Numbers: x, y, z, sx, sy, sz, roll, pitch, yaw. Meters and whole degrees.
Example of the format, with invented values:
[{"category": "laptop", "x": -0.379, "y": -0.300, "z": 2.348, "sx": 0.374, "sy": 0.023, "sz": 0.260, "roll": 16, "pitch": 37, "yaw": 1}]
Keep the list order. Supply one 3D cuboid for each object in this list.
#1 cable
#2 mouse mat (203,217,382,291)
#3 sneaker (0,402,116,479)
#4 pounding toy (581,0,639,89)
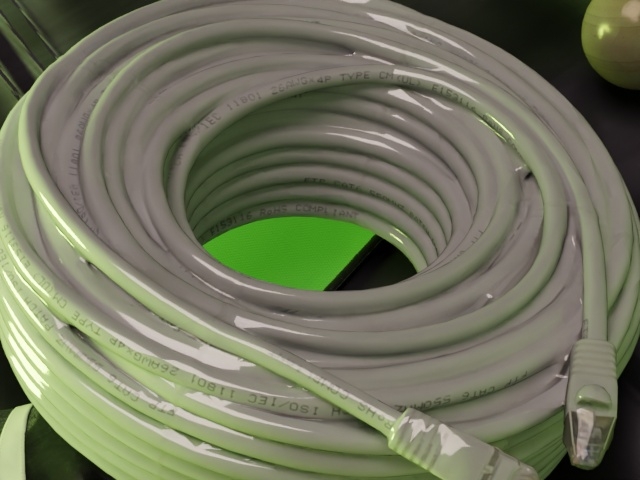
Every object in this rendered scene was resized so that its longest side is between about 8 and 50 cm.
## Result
[{"category": "cable", "x": 0.000, "y": 0.000, "z": 0.607, "sx": 0.257, "sy": 0.089, "sz": 0.257, "roll": 18, "pitch": 43, "yaw": 10}, {"category": "mouse mat", "x": -0.072, "y": -0.001, "z": 0.734, "sx": 0.189, "sy": 0.007, "sz": 0.152, "roll": 27, "pitch": 63, "yaw": 37}, {"category": "sneaker", "x": -0.078, "y": 0.129, "z": 0.572, "sx": 0.121, "sy": 0.079, "sz": 0.217, "roll": -26, "pitch": 47, "yaw": -5}, {"category": "pounding toy", "x": 0.157, "y": -0.187, "z": 0.768, "sx": 0.182, "sy": 0.110, "sz": 0.237, "roll": -23, "pitch": 73, "yaw": -10}]
